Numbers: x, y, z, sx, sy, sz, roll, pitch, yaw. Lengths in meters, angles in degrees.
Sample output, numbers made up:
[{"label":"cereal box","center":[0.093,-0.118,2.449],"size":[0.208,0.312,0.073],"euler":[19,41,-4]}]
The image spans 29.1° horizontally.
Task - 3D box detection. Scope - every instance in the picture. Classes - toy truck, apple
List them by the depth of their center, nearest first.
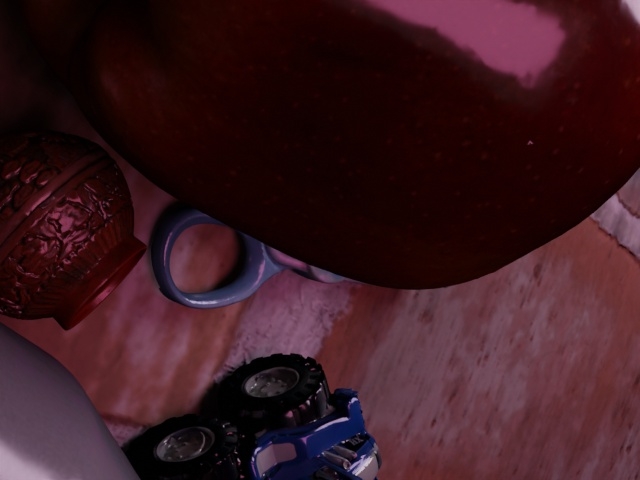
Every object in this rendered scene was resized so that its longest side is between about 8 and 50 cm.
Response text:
[{"label":"apple","center":[0.024,-0.127,0.623],"size":[0.317,0.288,0.288],"euler":[13,92,-34]},{"label":"toy truck","center":[-0.049,0.170,0.741],"size":[0.208,0.126,0.113],"euler":[-32,123,-35]}]

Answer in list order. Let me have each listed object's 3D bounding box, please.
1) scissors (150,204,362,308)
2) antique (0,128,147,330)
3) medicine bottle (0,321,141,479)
[{"label":"scissors","center":[0.000,0.000,0.813],"size":[0.256,0.030,0.125],"euler":[17,88,-43]},{"label":"antique","center":[-0.142,-0.009,0.618],"size":[0.104,0.104,0.104],"euler":[-15,111,-43]},{"label":"medicine bottle","center":[-0.197,0.122,0.496],"size":[0.245,0.245,0.290],"euler":[-42,126,-30]}]
